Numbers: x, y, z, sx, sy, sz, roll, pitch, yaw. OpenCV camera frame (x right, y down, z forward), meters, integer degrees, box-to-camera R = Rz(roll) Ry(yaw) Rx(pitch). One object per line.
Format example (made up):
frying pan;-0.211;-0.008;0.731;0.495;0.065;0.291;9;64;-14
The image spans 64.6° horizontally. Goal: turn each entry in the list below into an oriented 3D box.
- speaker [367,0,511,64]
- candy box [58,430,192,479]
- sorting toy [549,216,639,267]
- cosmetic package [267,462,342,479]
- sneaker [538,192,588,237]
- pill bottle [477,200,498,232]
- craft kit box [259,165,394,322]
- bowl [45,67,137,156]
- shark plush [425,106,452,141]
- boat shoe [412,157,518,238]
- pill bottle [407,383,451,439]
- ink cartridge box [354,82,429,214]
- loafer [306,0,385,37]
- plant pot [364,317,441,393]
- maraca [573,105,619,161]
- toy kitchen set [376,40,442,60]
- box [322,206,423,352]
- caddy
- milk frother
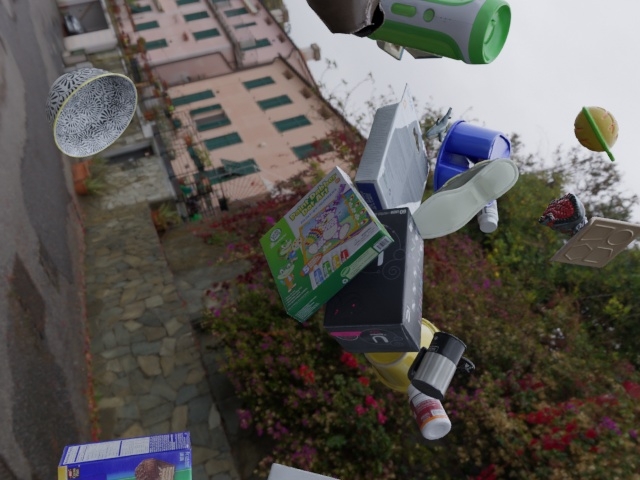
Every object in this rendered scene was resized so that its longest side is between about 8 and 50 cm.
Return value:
speaker;0.207;-0.430;0.984;0.296;0.131;0.131;29;-38;32
candy box;-0.494;0.660;1.304;0.122;0.317;0.268;-171;-100;-73
sorting toy;0.784;0.004;1.439;0.193;0.208;0.038;113;-25;-48
cosmetic package;-0.029;0.524;0.834;0.224;0.138;0.225;78;23;-51
sneaker;0.744;-0.067;1.491;0.125;0.104;0.262;30;8;9
pill bottle;0.666;-0.103;2.023;0.078;0.078;0.137;90;9;-50
craft kit box;0.000;0.000;1.052;0.061;0.250;0.247;38;15;-36
bowl;-0.409;-0.235;0.874;0.080;0.170;0.170;40;-22;9
shark plush;0.491;-0.470;2.059;0.067;0.161;0.073;38;9;-43
boat shoe;0.356;-0.107;1.300;0.109;0.305;0.091;56;5;-12
pill bottle;0.304;0.480;1.446;0.152;0.086;0.086;-111;-169;-55
ink cartridge box;0.195;-0.170;1.308;0.324;0.071;0.330;60;40;-48
loafer;0.039;-0.389;0.814;0.366;0.133;0.130;-64;140;-61
plant pot;0.254;0.343;1.607;0.239;0.254;0.254;40;16;-50
maraca;0.735;-0.282;1.339;0.185;0.099;0.127;34;43;-37
toy kitchen set;0.245;-0.517;1.166;0.166;0.122;0.207;21;-85;48
box;0.119;0.083;1.061;0.143;0.165;0.271;54;37;-49
caddy;0.449;-0.233;1.552;0.179;0.341;0.241;19;-81;29
milk frother;0.295;0.314;1.200;0.143;0.135;0.129;35;-25;0
